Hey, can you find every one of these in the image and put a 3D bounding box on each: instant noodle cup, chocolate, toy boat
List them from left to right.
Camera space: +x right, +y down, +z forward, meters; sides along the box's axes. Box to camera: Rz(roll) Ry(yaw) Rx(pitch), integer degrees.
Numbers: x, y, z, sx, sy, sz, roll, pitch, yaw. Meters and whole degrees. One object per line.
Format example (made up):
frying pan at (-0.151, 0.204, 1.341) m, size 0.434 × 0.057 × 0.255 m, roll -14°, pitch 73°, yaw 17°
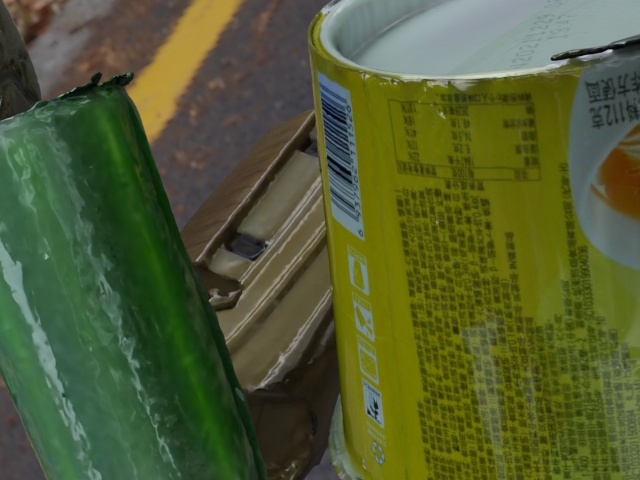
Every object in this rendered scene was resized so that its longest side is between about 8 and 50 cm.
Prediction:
chocolate at (-0.082, 0.079, 0.708) m, size 0.110 × 0.291 × 0.110 m, roll -20°, pitch 1°, yaw 0°
toy boat at (0.000, 0.000, 1.087) m, size 0.162 × 0.136 × 0.445 m, roll 22°, pitch 44°, yaw 16°
instant noodle cup at (0.112, -0.017, 0.685) m, size 0.264 × 0.200 × 0.264 m, roll -11°, pitch 23°, yaw 5°

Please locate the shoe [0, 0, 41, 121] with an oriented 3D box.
shoe at (-0.299, -0.012, 0.964) m, size 0.211 × 0.132 × 0.342 m, roll -17°, pitch 37°, yaw 19°
